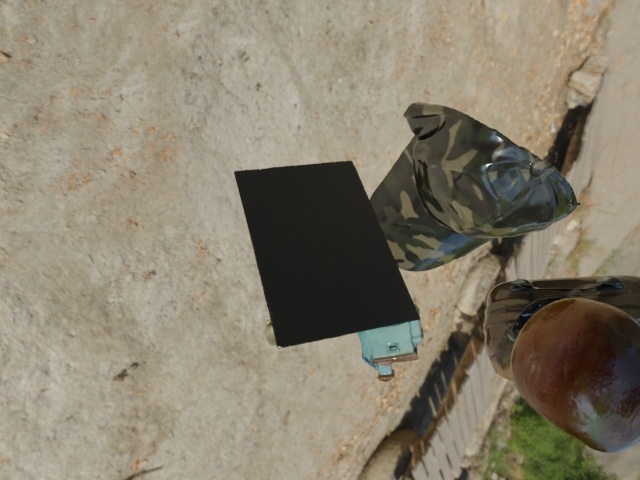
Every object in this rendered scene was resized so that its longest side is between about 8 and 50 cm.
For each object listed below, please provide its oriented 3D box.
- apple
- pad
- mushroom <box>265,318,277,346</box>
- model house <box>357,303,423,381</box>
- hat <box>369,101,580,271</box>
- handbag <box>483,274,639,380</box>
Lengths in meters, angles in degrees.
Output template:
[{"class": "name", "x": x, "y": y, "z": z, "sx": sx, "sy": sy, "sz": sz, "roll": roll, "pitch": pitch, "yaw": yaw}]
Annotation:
[{"class": "apple", "x": 0.356, "y": 0.176, "z": 0.660, "sx": 0.173, "sy": 0.195, "sz": 0.160, "roll": -57, "pitch": 173, "yaw": -16}, {"class": "pad", "x": 0.000, "y": 0.000, "z": 0.714, "sx": 0.202, "sy": 0.300, "sz": 0.005, "roll": -8, "pitch": 146, "yaw": -18}, {"class": "mushroom", "x": -0.056, "y": 0.157, "z": 0.944, "sx": 0.202, "sy": 0.059, "sz": 0.055, "roll": -48, "pitch": -161, "yaw": 56}, {"class": "model house", "x": 0.147, "y": 0.220, "z": 1.058, "sx": 0.119, "sy": 0.148, "sz": 0.149, "roll": -69, "pitch": 150, "yaw": -75}, {"class": "hat", "x": 0.249, "y": -0.041, "z": 0.929, "sx": 0.382, "sy": 0.366, "sz": 0.257, "roll": -58, "pitch": -172, "yaw": 29}, {"class": "handbag", "x": 0.432, "y": 0.149, "z": 0.856, "sx": 0.283, "sy": 0.301, "sz": 0.149, "roll": 44, "pitch": 51, "yaw": -45}]
